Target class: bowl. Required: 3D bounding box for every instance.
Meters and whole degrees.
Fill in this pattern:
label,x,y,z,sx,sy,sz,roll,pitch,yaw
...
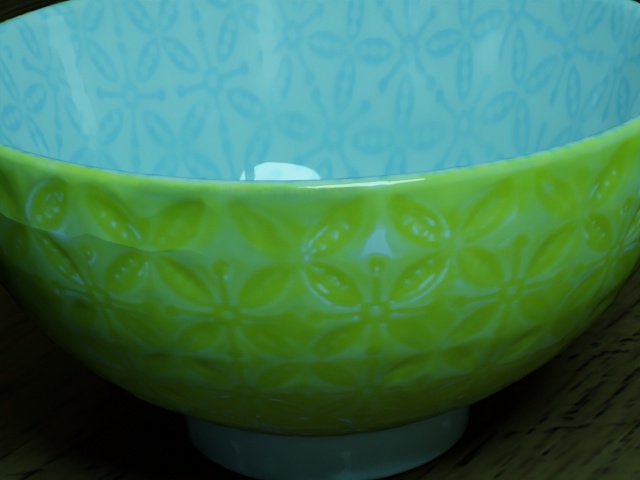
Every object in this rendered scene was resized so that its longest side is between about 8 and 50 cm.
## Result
label,x,y,z,sx,sy,sz,roll,pitch,yaw
bowl,0.000,0.000,0.755,0.290,0.156,0.289,-3,22,1
